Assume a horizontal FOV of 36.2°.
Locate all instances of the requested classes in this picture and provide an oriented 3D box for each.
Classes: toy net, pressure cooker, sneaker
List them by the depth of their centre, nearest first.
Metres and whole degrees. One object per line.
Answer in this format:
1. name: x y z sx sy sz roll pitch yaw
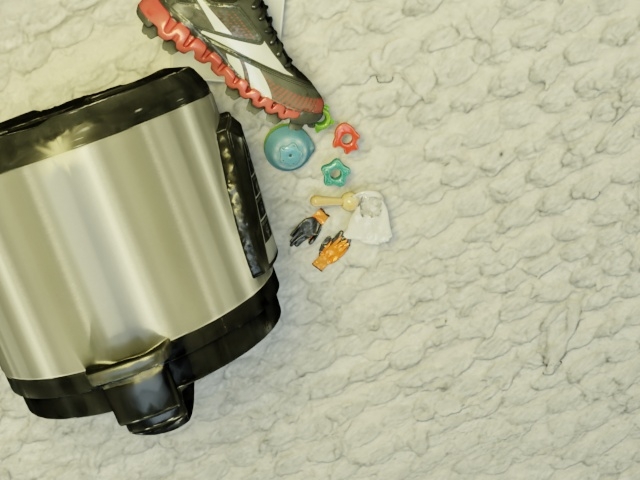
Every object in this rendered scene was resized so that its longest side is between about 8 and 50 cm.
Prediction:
1. pressure cooker: -0.249 0.028 1.222 0.375 0.370 0.420 -8 107 40
2. sneaker: -0.091 -0.254 1.251 0.276 0.097 0.135 35 107 -17
3. toy net: 0.030 -0.092 1.398 0.122 0.045 0.232 -42 112 9

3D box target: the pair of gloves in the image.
1. pair of gloves: 0.000 0.000 1.449 0.074 0.010 0.083 -44 110 12

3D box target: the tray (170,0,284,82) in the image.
1. tray: -0.117 -0.341 1.281 0.145 0.030 0.270 4 112 -7
